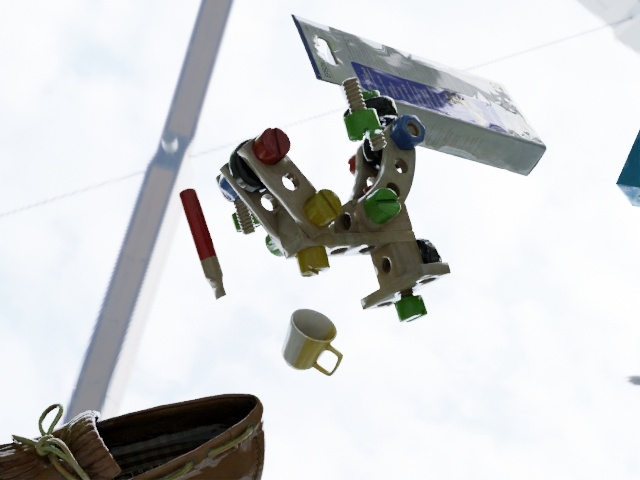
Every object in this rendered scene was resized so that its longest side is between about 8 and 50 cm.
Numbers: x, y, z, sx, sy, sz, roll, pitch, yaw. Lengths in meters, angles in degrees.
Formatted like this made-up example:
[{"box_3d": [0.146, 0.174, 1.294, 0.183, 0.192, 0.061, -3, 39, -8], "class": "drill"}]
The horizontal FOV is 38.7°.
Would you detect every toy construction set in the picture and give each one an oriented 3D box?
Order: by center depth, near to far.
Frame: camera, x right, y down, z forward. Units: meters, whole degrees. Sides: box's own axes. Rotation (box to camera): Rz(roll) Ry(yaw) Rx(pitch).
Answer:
[{"box_3d": [0.000, 0.000, 1.038, 0.308, 0.257, 0.237, -22, -100, 26], "class": "toy construction set"}]

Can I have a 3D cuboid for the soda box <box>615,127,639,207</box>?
[{"box_3d": [0.469, -0.144, 1.199, 0.067, 0.071, 0.210, 38, -106, -43], "class": "soda box"}]

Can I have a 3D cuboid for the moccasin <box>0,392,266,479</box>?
[{"box_3d": [-0.235, 0.232, 0.937, 0.380, 0.139, 0.147, -5, -59, -19], "class": "moccasin"}]

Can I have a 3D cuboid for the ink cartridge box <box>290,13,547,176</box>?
[{"box_3d": [0.129, -0.201, 1.272, 0.370, 0.069, 0.176, 14, -145, -27], "class": "ink cartridge box"}]

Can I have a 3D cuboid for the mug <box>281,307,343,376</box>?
[{"box_3d": [-0.017, 0.133, 1.134, 0.062, 0.064, 0.078, 6, -145, -31], "class": "mug"}]
